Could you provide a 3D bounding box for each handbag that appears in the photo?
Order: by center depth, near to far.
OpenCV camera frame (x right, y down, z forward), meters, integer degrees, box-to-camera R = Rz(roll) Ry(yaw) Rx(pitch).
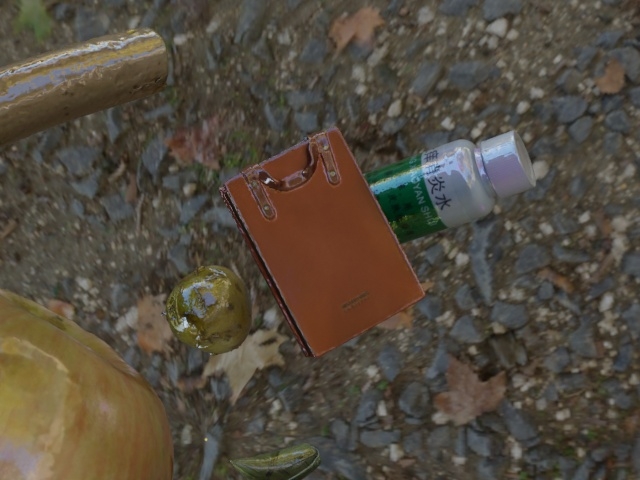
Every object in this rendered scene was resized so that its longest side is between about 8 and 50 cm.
[{"bbox_3d":[0.000,0.000,0.919,0.127,0.063,0.190,-27,90,-14],"label":"handbag"}]

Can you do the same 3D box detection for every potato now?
[{"bbox_3d":[-0.163,0.106,1.466,0.137,0.176,0.137,0,91,6],"label":"potato"}]

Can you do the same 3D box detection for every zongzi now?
[{"bbox_3d":[-0.063,0.313,1.386,0.104,0.052,0.113,-40,127,-7],"label":"zongzi"}]

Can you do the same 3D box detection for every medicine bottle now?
[{"bbox_3d":[0.110,-0.049,1.099,0.260,0.095,0.095,-19,80,20],"label":"medicine bottle"}]

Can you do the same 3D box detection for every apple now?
[{"bbox_3d":[-0.340,0.228,0.942,0.391,0.391,0.346,27,81,-1],"label":"apple"}]

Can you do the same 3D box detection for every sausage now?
[{"bbox_3d":[-0.261,-0.095,0.749,0.301,0.066,0.065,-28,83,-23],"label":"sausage"}]
